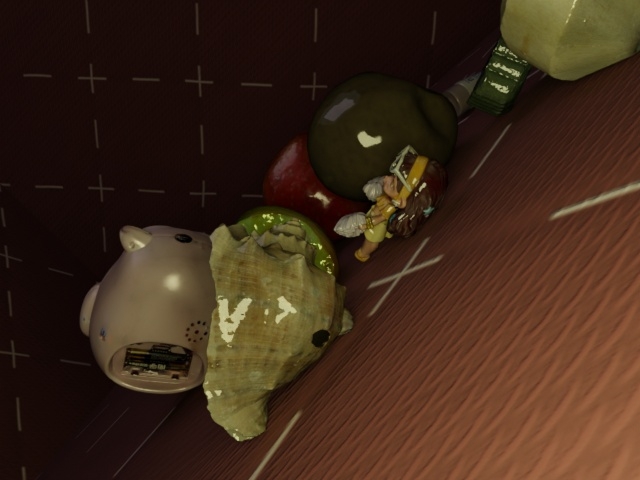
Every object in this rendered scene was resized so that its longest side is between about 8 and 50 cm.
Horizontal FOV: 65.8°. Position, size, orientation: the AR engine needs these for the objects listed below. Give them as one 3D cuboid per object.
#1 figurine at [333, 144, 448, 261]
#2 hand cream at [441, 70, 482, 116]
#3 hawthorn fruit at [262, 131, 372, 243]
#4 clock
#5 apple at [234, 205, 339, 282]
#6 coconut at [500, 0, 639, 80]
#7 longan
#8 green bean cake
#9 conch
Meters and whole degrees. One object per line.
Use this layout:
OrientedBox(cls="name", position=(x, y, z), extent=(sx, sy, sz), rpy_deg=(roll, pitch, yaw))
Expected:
OrientedBox(cls="figurine", position=(0.123, -0.054, 0.861), extent=(0.240, 0.115, 0.175), rpy_deg=(-44, 7, 45))
OrientedBox(cls="hand cream", position=(0.461, -0.446, 1.404), extent=(0.247, 0.083, 0.133), rpy_deg=(-33, 8, -9))
OrientedBox(cls="hawthorn fruit", position=(-0.014, -0.098, 1.257), extent=(0.287, 0.287, 0.331), rpy_deg=(-31, 36, 55))
OrientedBox(cls="clock", position=(-0.347, 0.159, 1.125), extent=(0.251, 0.368, 0.377), rpy_deg=(-105, 31, -55))
OrientedBox(cls="apple", position=(-0.095, 0.049, 0.986), extent=(0.246, 0.226, 0.246), rpy_deg=(-45, 8, 8))
OrientedBox(cls="coconut", position=(0.406, -0.358, 0.770), extent=(0.202, 0.222, 0.202), rpy_deg=(-26, -38, -23))
OrientedBox(cls="longan", position=(0.136, -0.215, 1.052), extent=(0.350, 0.289, 0.288), rpy_deg=(-13, -12, -36))
OrientedBox(cls="green bean cake", position=(0.371, -0.350, 0.979), extent=(0.184, 0.094, 0.185), rpy_deg=(-64, -12, 9))
OrientedBox(cls="conch", position=(-0.062, 0.094, 0.687), extent=(0.186, 0.263, 0.324), rpy_deg=(-18, 54, 18))
